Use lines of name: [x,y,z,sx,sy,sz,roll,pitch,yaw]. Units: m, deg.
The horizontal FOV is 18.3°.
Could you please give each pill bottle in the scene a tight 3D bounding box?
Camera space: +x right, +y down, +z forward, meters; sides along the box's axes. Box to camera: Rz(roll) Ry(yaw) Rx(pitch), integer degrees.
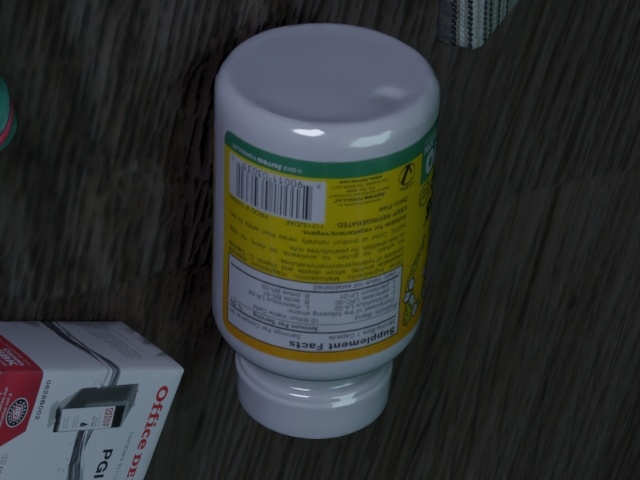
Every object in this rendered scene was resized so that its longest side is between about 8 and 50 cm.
pill bottle: [0.000,0.000,1.059,0.117,0.117,0.208,-28,135,-37]

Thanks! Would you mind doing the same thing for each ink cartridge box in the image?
ink cartridge box: [-0.144,0.096,1.003,0.135,0.056,0.099,2,113,-52]

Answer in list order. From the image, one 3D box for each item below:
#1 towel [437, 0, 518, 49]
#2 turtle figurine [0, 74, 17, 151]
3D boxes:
towel: [0.175,-0.289,1.046,0.324,0.056,0.312,-45,153,-32]
turtle figurine: [-0.192,-0.080,0.766,0.234,0.118,0.175,28,92,-50]
